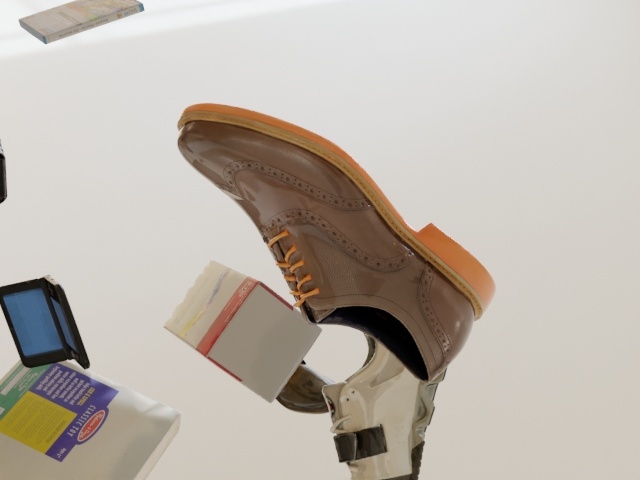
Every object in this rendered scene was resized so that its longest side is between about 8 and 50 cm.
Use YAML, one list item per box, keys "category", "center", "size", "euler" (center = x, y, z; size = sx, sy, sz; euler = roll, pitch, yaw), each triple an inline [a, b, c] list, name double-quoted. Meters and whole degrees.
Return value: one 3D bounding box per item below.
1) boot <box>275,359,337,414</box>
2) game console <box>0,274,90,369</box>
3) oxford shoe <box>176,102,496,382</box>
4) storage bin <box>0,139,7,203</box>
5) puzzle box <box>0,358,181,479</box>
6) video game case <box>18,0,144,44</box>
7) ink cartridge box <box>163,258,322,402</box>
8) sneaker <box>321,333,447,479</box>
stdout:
- category: "boot"
  center: [-0.059, 0.213, 1.700]
  size: [0.219, 0.106, 0.082]
  euler: [14, -127, 42]
- category: "game console"
  center: [-0.363, 0.115, 1.352]
  size: [0.071, 0.122, 0.107]
  euler: [-23, -161, -23]
- category: "oxford shoe"
  center: [0.000, 0.000, 1.009]
  size: [0.133, 0.363, 0.130]
  euler: [-58, -175, -24]
- category: "storage bin"
  center: [-0.407, -0.078, 1.013]
  size: [0.180, 0.084, 0.122]
  euler: [-12, 159, -20]
- category: "puzzle box"
  center: [-0.412, 0.344, 1.464]
  size: [0.409, 0.272, 0.052]
  euler: [-54, 161, -45]
- category: "video game case"
  center: [-0.373, -0.351, 1.611]
  size: [0.166, 0.015, 0.119]
  euler: [-26, -145, -23]
- category: "ink cartridge box"
  center: [-0.112, 0.122, 1.448]
  size: [0.127, 0.128, 0.176]
  euler: [-56, -151, -9]
- category: "sneaker"
  center: [0.061, 0.248, 1.326]
  size: [0.122, 0.146, 0.330]
  euler: [119, -13, -71]
